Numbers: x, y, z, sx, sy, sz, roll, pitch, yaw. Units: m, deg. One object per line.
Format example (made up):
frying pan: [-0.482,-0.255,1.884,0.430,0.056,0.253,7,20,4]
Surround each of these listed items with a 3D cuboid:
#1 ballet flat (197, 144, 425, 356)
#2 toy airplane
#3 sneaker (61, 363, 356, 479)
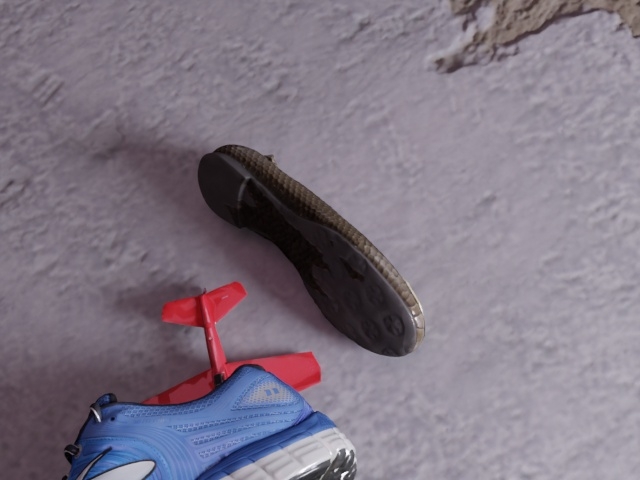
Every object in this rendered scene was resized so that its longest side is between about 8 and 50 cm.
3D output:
ballet flat: [0.000,0.000,1.320,0.058,0.084,0.250,-20,45,-38]
toy airplane: [-0.076,0.092,1.309,0.151,0.028,0.151,-7,59,11]
sneaker: [-0.143,0.200,1.206,0.330,0.130,0.147,-30,55,-16]
